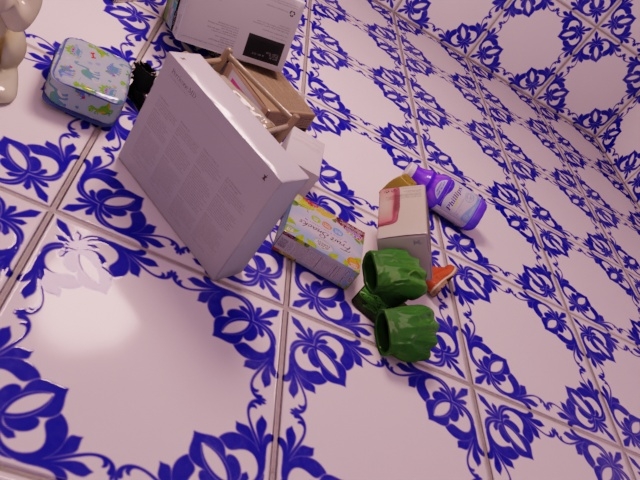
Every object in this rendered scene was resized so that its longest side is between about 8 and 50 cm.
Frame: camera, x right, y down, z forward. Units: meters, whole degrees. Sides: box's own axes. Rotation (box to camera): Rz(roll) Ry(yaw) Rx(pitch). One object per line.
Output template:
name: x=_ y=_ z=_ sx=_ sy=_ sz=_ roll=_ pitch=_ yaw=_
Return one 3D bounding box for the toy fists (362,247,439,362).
toy fists: x=0.186 y=0.146 z=1.469 sx=0.142 sy=0.096 sz=0.279 roll=3 pitch=59 yaw=-22

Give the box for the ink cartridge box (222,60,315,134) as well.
ink cartridge box: x=-0.157 y=-0.416 z=1.872 sx=0.193 sy=0.088 sz=0.234 roll=-7 pitch=53 yaw=-45

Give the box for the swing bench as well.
swing bench: x=-0.230 y=-0.258 z=1.458 sx=0.253 sy=0.254 sz=0.165 roll=47 pitch=38 yaw=13

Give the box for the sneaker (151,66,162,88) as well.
sneaker: x=-0.387 y=-0.354 z=1.620 sx=0.083 sy=0.071 sz=0.190 roll=-30 pitch=71 yaw=-30

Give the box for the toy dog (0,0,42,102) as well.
toy dog: x=-0.664 y=-0.544 z=1.268 sx=0.284 sy=0.408 sz=0.395 roll=26 pitch=35 yaw=-18

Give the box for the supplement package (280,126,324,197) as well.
supplement package: x=-0.064 y=-0.200 z=1.681 sx=0.105 sy=0.105 sz=0.179 roll=29 pitch=34 yaw=-14

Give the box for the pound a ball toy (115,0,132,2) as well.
pound a ball toy: x=-0.605 y=-0.848 z=1.938 sx=0.208 sy=0.136 sz=0.319 roll=40 pitch=33 yaw=4

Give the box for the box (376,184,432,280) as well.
box: x=0.219 y=-0.019 z=1.651 sx=0.127 sy=0.148 sz=0.232 roll=-5 pitch=35 yaw=12

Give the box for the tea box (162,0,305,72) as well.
tea box: x=-0.267 y=-0.686 z=1.898 sx=0.329 sy=0.220 sz=0.323 roll=11 pitch=24 yaw=-28

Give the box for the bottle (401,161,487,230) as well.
bottle: x=0.388 y=-0.146 z=2.023 sx=0.283 sy=0.118 sz=0.092 roll=33 pitch=-11 yaw=-8

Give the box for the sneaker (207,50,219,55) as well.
sneaker: x=-0.329 y=-0.597 z=1.991 sx=0.035 sy=0.031 sz=0.083 roll=37 pitch=27 yaw=25

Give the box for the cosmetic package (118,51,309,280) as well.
cosmetic package: x=-0.233 y=-0.153 z=1.307 sx=0.377 sy=0.284 sz=0.097 roll=50 pitch=36 yaw=17

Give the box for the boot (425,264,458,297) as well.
boot: x=0.316 y=0.088 z=1.730 sx=0.084 sy=0.059 sz=0.158 roll=41 pitch=34 yaw=15

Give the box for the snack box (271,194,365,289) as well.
snack box: x=0.000 y=0.000 z=1.531 sx=0.207 sy=0.070 sz=0.174 roll=29 pitch=34 yaw=-11

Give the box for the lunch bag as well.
lunch bag: x=-0.533 y=-0.366 z=1.463 sx=0.176 sy=0.090 sz=0.219 roll=20 pitch=37 yaw=-26

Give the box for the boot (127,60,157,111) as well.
boot: x=-0.425 y=-0.371 z=1.559 sx=0.121 sy=0.099 sz=0.045 roll=46 pitch=36 yaw=13

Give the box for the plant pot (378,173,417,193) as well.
plant pot: x=0.245 y=-0.155 z=1.932 sx=0.081 sy=0.083 sz=0.081 roll=46 pitch=33 yaw=13

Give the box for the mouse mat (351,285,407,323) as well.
mouse mat: x=0.171 y=0.176 z=1.534 sx=0.190 sy=0.007 sz=0.152 roll=40 pitch=34 yaw=6
